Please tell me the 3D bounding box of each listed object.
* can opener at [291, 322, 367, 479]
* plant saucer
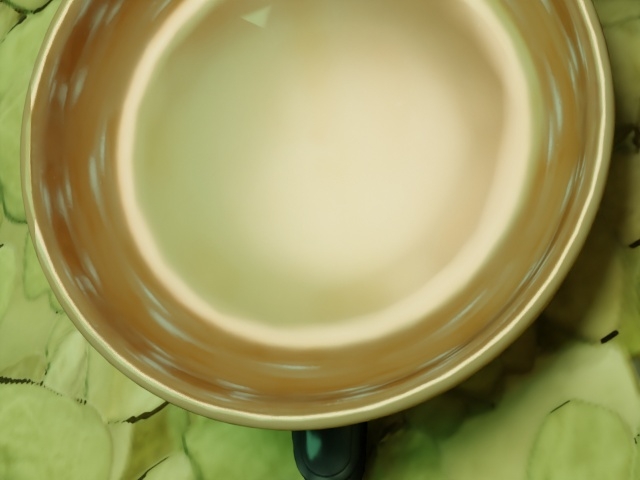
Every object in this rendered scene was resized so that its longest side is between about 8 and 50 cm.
[{"bbox_3d":[0.000,0.000,0.516,0.073,0.059,0.186,-9,76,12],"label":"can opener"},{"bbox_3d":[-0.003,-0.036,0.472,0.200,0.037,0.199,-4,77,15],"label":"plant saucer"}]
